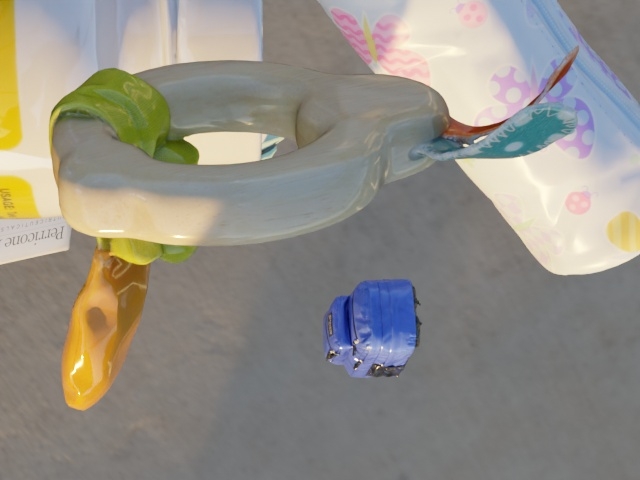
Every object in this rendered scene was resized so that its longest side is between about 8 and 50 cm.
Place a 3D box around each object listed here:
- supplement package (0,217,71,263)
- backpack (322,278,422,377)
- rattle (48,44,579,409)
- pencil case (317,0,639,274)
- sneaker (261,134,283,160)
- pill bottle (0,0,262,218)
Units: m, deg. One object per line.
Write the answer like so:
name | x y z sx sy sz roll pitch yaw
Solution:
supplement package | -0.280 -0.140 1.170 0.177 0.175 0.293 -15 123 -49
backpack | 0.058 0.098 1.793 0.101 0.120 0.098 -3 72 -16
rattle | 0.000 0.000 0.625 0.200 0.130 0.142 -4 101 -12
pencil case | 0.106 -0.101 0.956 0.273 0.124 0.113 46 63 -20
sneaker | -0.075 -0.096 1.293 0.151 0.256 0.094 -32 88 -35
pill bottle | -0.195 -0.102 0.754 0.334 0.188 0.188 0 101 -4
